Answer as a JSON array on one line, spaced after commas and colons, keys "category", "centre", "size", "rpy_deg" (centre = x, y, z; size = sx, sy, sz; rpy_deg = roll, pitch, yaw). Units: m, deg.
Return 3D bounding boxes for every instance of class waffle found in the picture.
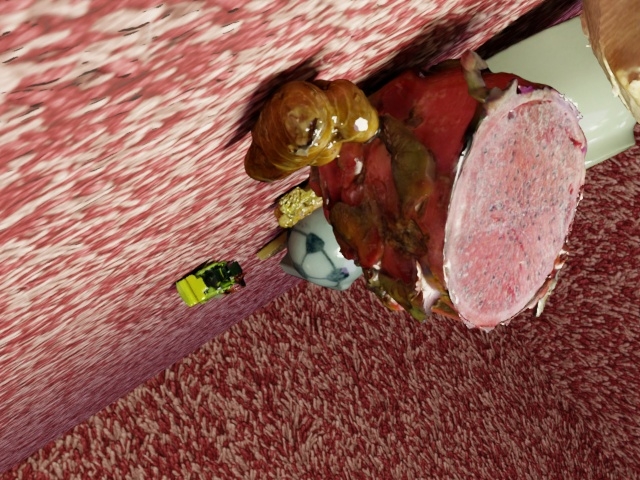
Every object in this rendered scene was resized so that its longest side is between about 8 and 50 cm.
[{"category": "waffle", "centre": [-0.062, -0.003, 1.931], "size": [0.092, 0.021, 0.135], "rpy_deg": [-39, 174, 22]}, {"category": "waffle", "centre": [0.017, -0.083, 1.487], "size": [0.192, 0.046, 0.161], "rpy_deg": [-32, 176, -43]}]

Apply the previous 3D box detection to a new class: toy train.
[{"category": "toy train", "centre": [-0.170, 0.068, 1.668], "size": [0.085, 0.053, 0.250], "rpy_deg": [-28, 177, 3]}]

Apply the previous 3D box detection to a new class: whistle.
[{"category": "whistle", "centre": [0.000, 0.000, 1.769], "size": [0.163, 0.163, 0.290], "rpy_deg": [-34, -157, -24]}]

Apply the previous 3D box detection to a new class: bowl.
[{"category": "bowl", "centre": [0.341, -0.186, 1.517], "size": [0.354, 0.185, 0.354], "rpy_deg": [-24, 176, -2]}]

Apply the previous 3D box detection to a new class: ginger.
[{"category": "ginger", "centre": [-0.010, -0.103, 0.900], "size": [0.103, 0.073, 0.162], "rpy_deg": [-19, 176, -23]}]

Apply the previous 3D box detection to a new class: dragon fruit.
[{"category": "dragon fruit", "centre": [0.128, -0.080, 1.185], "size": [0.296, 0.314, 0.263], "rpy_deg": [-13, -154, -43]}]

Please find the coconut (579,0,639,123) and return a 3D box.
[{"category": "coconut", "centre": [0.406, -0.237, 0.950], "size": [0.346, 0.346, 0.360], "rpy_deg": [-37, 155, 15]}]
